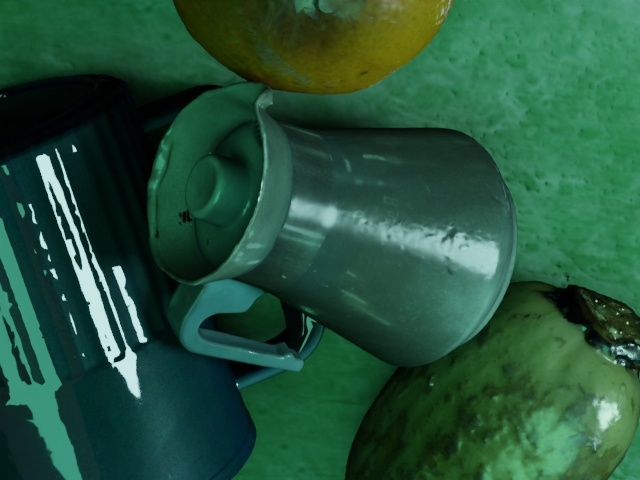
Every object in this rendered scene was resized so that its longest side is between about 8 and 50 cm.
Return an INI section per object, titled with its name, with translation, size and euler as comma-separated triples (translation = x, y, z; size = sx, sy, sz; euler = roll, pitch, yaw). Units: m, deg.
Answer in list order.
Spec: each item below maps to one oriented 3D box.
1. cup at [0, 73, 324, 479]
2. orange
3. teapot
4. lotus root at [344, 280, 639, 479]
[cup]
translation = -0.175, 0.042, 1.315
size = 0.308, 0.242, 0.292
euler = -12, 108, 18
[orange]
translation = -0.010, -0.205, 1.215
size = 0.224, 0.170, 0.224
euler = 3, 113, 7
[teapot]
translation = 0.000, 0.000, 1.254
size = 0.225, 0.171, 0.203
euler = 15, 113, -36
[lotus root]
translation = 0.119, 0.162, 1.359
size = 0.173, 0.173, 0.309
euler = 35, 115, -6
